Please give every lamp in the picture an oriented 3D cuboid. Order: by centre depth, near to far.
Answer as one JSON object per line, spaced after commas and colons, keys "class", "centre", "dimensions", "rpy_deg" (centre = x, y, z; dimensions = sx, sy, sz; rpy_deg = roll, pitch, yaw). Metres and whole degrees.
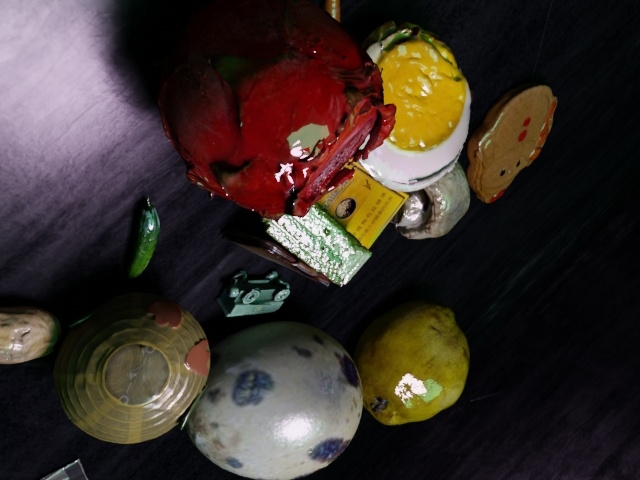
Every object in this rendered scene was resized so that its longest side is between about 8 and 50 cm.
{"class": "lamp", "centre": [-0.319, 0.217, 0.846], "dimensions": [0.250, 0.250, 0.284], "rpy_deg": [-29, -178, -24]}

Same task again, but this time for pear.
{"class": "pear", "centre": [0.283, 0.383, 1.548], "dimensions": [0.413, 0.352, 0.352], "rpy_deg": [-41, 146, -23]}

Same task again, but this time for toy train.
{"class": "toy train", "centre": [-0.143, 0.120, 1.066], "dimensions": [0.172, 0.070, 0.099], "rpy_deg": [4, 129, -50]}

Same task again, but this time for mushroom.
{"class": "mushroom", "centre": [0.285, -0.102, 1.211], "dimensions": [0.190, 0.164, 0.267], "rpy_deg": [-20, 137, -31]}

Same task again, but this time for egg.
{"class": "egg", "centre": [0.129, -0.246, 0.912], "dimensions": [0.264, 0.174, 0.286], "rpy_deg": [-48, 122, -7]}
{"class": "egg", "centre": [-0.101, 0.354, 1.100], "dimensions": [0.428, 0.345, 0.345], "rpy_deg": [16, 112, -44]}

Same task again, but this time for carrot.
{"class": "carrot", "centre": [0.013, -0.333, 0.804], "dimensions": [0.048, 0.048, 0.216], "rpy_deg": [-19, 132, -34]}

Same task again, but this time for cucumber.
{"class": "cucumber", "centre": [-0.293, 0.002, 0.812], "dimensions": [0.039, 0.039, 0.168], "rpy_deg": [-4, 129, -44]}

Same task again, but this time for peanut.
{"class": "peanut", "centre": [-0.480, 0.132, 0.708], "dimensions": [0.214, 0.099, 0.099], "rpy_deg": [24, 106, -48]}

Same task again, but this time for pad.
{"class": "pad", "centre": [-0.599, 0.589, 1.088], "dimensions": [0.174, 0.022, 0.233], "rpy_deg": [-22, 137, -31]}

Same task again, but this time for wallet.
{"class": "wallet", "centre": [-0.076, 0.038, 0.998], "dimensions": [0.255, 0.137, 0.031], "rpy_deg": [32, 79, -55]}

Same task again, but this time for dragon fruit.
{"class": "dragon fruit", "centre": [-0.061, -0.178, 0.659], "dimensions": [0.296, 0.302, 0.295], "rpy_deg": [-35, 148, -26]}

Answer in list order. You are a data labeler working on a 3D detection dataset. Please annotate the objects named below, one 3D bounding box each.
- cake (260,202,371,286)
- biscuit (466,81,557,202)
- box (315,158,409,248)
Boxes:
{"class": "cake", "centre": [-0.002, 0.000, 0.924], "dimensions": [0.100, 0.099, 0.235], "rpy_deg": [-49, 144, 4]}
{"class": "biscuit", "centre": [0.547, -0.272, 1.414], "dimensions": [0.359, 0.074, 0.381], "rpy_deg": [-26, 137, -25]}
{"class": "box", "centre": [0.046, -0.082, 1.046], "dimensions": [0.193, 0.084, 0.301], "rpy_deg": [-54, 145, 12]}
